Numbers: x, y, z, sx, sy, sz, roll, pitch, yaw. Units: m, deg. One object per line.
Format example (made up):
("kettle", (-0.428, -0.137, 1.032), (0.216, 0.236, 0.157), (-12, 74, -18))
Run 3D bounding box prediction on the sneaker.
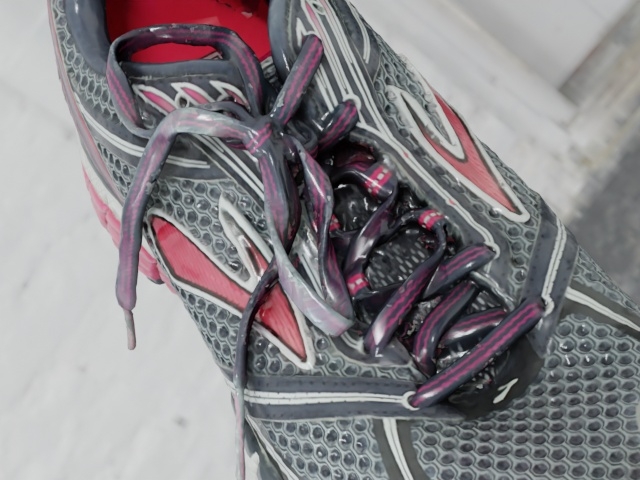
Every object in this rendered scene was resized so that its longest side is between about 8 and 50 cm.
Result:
("sneaker", (0.000, 0.000, 0.534), (0.121, 0.112, 0.299), (-34, 50, -15))
